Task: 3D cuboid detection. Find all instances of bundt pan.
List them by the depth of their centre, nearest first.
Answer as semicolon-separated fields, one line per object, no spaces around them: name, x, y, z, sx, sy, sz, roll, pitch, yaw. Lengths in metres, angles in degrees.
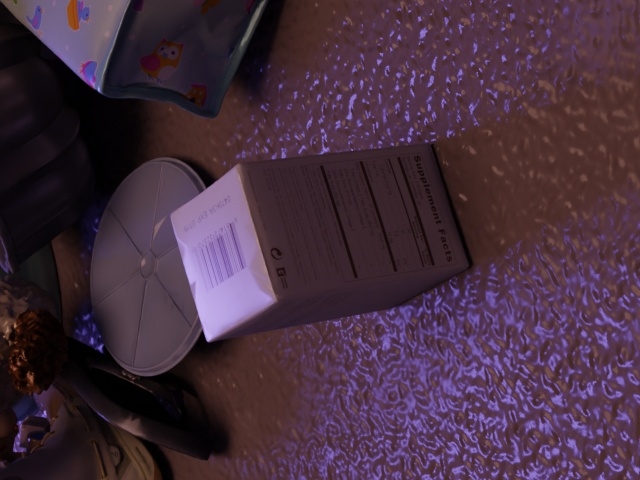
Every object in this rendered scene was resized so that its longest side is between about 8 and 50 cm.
bundt pan;-0.324;-0.138;1.623;0.331;0.124;0.331;55;166;21

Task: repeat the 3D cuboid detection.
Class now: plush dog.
plush dog;-0.352;0.111;1.601;0.262;0.225;0.211;27;144;62

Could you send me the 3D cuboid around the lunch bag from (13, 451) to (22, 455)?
lunch bag;-0.362;0.302;1.691;0.258;0.293;0.120;20;107;50

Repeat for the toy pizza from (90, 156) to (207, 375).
toy pizza;-0.146;0.024;1.550;0.201;0.032;0.201;-11;75;48

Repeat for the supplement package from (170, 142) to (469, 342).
supplement package;0.000;0.000;1.246;0.105;0.179;0.105;-33;71;50

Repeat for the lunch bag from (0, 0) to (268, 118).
lunch bag;-0.139;-0.268;1.408;0.223;0.160;0.262;43;117;44

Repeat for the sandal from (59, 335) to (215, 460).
sandal;-0.187;0.134;1.600;0.254;0.097;0.054;30;93;46

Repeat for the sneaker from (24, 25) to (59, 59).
sneaker;-0.233;-0.284;1.597;0.106;0.078;0.234;15;112;48

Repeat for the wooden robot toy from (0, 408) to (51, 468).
wooden robot toy;-0.316;0.201;1.731;0.076;0.173;0.079;13;106;20

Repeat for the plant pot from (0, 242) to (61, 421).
plant pot;-0.437;0.067;1.825;0.293;0.196;0.293;12;105;52

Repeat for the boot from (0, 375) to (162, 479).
boot;-0.272;0.214;1.653;0.213;0.165;0.077;40;140;41
